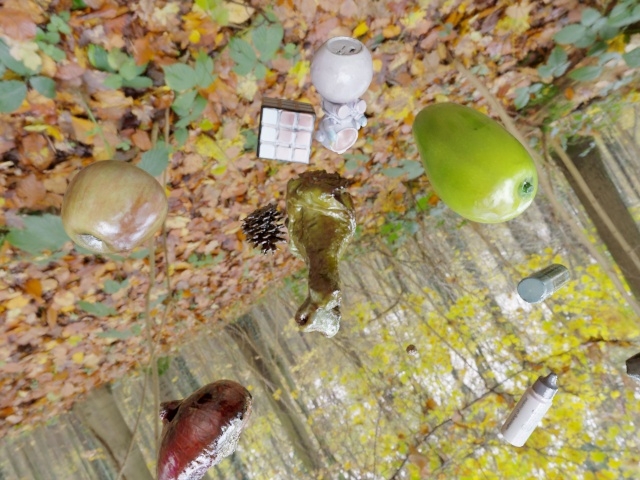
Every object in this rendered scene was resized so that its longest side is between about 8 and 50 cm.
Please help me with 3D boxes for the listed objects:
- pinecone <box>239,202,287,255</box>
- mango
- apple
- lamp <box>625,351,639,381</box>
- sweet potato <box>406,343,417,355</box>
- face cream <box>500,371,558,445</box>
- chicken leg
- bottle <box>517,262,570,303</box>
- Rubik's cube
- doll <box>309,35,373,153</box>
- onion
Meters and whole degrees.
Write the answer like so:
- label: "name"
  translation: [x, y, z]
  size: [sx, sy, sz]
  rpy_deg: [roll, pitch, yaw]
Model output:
- label: "pinecone"
  translation: [-0.183, -0.030, 1.478]
  size: [0.163, 0.165, 0.163]
  rpy_deg: [-20, -164, 6]
- label: "mango"
  translation: [0.298, -0.171, 0.912]
  size: [0.156, 0.343, 0.192]
  rpy_deg: [-6, 135, -25]
- label: "apple"
  translation: [-0.548, -0.082, 1.168]
  size: [0.256, 0.234, 0.257]
  rpy_deg: [5, 149, 3]
- label: "lamp"
  translation: [0.593, 0.180, 0.638]
  size: [0.250, 0.101, 0.101]
  rpy_deg: [-13, -175, 27]
- label: "sweet potato"
  translation: [0.268, 0.323, 1.282]
  size: [0.034, 0.034, 0.095]
  rpy_deg: [-30, 167, 11]
- label: "face cream"
  translation: [0.757, 0.593, 1.558]
  size: [0.092, 0.092, 0.311]
  rpy_deg: [-25, 140, -60]
- label: "chicken leg"
  translation: [0.009, -0.013, 0.814]
  size: [0.140, 0.212, 0.361]
  rpy_deg: [3, -149, -14]
- label: "bottle"
  translation: [0.676, 0.126, 1.313]
  size: [0.082, 0.082, 0.286]
  rpy_deg: [-32, 164, 39]
- label: "Rubik's cube"
  translation: [-0.106, -0.334, 1.325]
  size: [0.160, 0.163, 0.162]
  rpy_deg: [5, -152, -8]
- label: "doll"
  translation: [0.044, -0.332, 1.048]
  size: [0.151, 0.151, 0.287]
  rpy_deg: [-29, 149, -22]
- label: "onion"
  translation: [-0.282, 0.428, 0.999]
  size: [0.272, 0.195, 0.272]
  rpy_deg: [-49, 169, -13]
